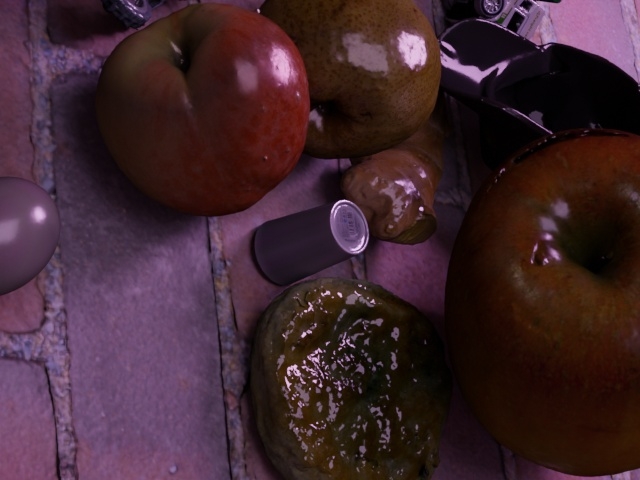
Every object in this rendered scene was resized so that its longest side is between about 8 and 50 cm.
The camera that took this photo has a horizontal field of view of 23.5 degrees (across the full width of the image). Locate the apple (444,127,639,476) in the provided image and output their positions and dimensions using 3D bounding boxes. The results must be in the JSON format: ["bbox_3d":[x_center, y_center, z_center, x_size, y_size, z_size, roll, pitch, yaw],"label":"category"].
[{"bbox_3d":[0.319,0.077,1.748,0.374,0.374,0.384,34,60,-27],"label":"apple"}]

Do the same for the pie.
[{"bbox_3d":[0.037,0.168,1.660,0.277,0.078,0.277,16,63,-34],"label":"pie"}]

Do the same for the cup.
[{"bbox_3d":[0.000,0.000,1.675,0.104,0.116,0.074,0,75,-49],"label":"cup"}]

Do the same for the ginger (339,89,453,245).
[{"bbox_3d":[0.097,-0.104,1.829,0.131,0.086,0.294,32,45,-14],"label":"ginger"}]

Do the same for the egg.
[{"bbox_3d":[-0.299,-0.002,1.414,0.135,0.103,0.103,-42,102,-39],"label":"egg"}]

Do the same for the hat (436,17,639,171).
[{"bbox_3d":[0.259,-0.128,1.946,0.336,0.209,0.238,14,44,-19],"label":"hat"}]

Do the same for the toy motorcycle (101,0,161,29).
[{"bbox_3d":[-0.202,-0.291,1.612,0.130,0.094,0.229,55,21,-9],"label":"toy motorcycle"}]

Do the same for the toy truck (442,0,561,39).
[{"bbox_3d":[0.268,-0.373,1.997,0.124,0.114,0.253,29,89,-28],"label":"toy truck"}]

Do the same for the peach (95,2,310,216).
[{"bbox_3d":[-0.113,-0.124,1.573,0.232,0.232,0.232,17,62,-36],"label":"peach"}]

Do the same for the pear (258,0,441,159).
[{"bbox_3d":[0.024,-0.189,1.712,0.228,0.188,0.211,32,49,-10],"label":"pear"}]
